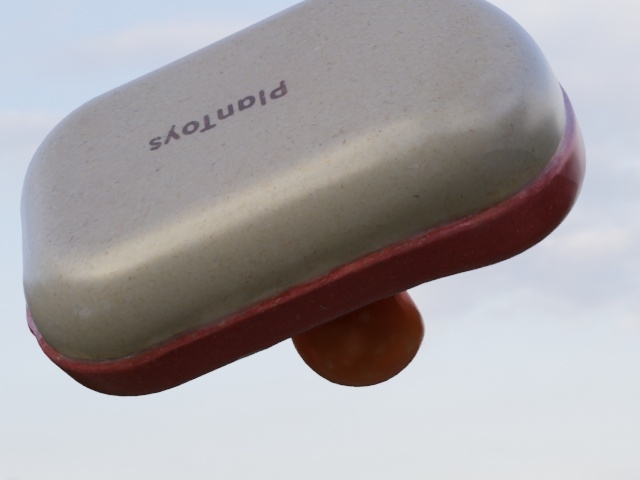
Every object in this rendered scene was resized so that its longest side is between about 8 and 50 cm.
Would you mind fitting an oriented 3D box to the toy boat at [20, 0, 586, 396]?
[{"bbox_3d":[0.000,0.000,0.766,0.231,0.151,0.151,-23,-51,9],"label":"toy boat"}]
